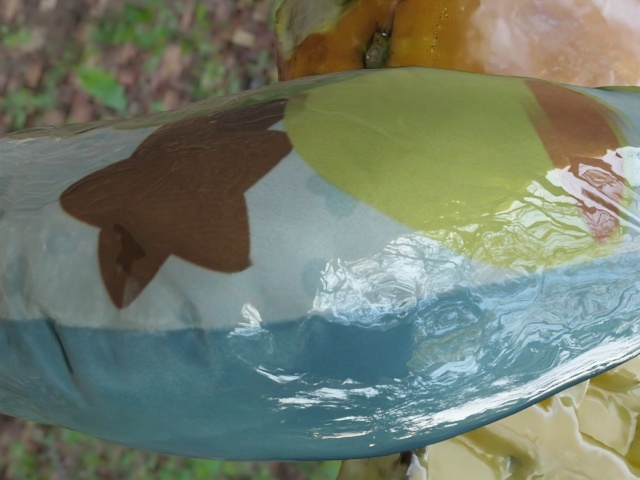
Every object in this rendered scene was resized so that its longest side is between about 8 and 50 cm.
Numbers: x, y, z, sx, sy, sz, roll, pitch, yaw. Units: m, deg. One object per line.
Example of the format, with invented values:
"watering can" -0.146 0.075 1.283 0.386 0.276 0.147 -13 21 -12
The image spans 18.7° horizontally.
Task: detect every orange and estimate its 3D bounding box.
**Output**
"orange" 0.089 -0.110 1.195 0.240 0.240 0.240 -55 155 -40

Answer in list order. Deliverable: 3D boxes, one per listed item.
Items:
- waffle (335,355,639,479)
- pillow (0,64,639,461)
"waffle" 0.095 0.145 0.799 0.221 0.055 0.247 33 63 -30
"pillow" 0.000 0.000 0.510 0.214 0.233 0.086 -12 96 -34
